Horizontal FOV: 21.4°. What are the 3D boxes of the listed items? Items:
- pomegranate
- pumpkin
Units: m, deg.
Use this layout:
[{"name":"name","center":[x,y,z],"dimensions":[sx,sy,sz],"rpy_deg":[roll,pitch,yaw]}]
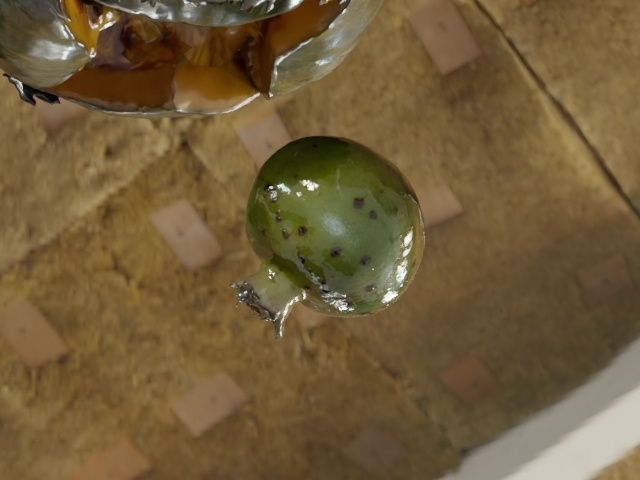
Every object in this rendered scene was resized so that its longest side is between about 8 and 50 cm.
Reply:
[{"name":"pomegranate","center":[0.004,-0.005,1.110],"dimensions":[0.130,0.130,0.130],"rpy_deg":[-4,-60,-7]},{"name":"pumpkin","center":[-0.098,-0.200,1.129],"dimensions":[0.320,0.192,0.320],"rpy_deg":[-6,-15,-2]}]
